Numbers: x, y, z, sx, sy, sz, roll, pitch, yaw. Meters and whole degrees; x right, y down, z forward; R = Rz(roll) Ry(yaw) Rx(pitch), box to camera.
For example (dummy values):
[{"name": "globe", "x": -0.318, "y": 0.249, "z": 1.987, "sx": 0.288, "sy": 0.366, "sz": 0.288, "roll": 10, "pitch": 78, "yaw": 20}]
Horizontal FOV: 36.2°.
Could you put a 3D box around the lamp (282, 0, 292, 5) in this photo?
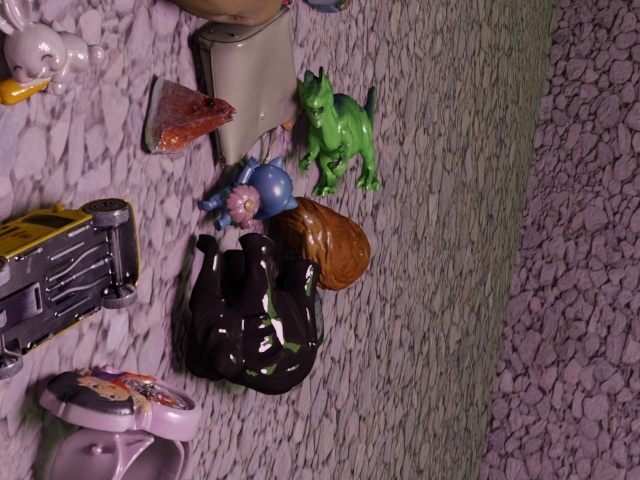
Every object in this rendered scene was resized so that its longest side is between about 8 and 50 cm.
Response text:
[{"name": "lamp", "x": -0.093, "y": -0.493, "z": 1.776, "sx": 0.253, "sy": 0.118, "sz": 0.118, "roll": -16, "pitch": 108, "yaw": -63}]

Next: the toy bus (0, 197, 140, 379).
[{"name": "toy bus", "x": -0.371, "y": 0.049, "z": 1.244, "sx": 0.330, "sy": 0.152, "sz": 0.144, "roll": -35, "pitch": 129, "yaw": -55}]

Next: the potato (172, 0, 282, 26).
[{"name": "potato", "x": -0.163, "y": -0.484, "z": 1.514, "sx": 0.243, "sy": 0.221, "sz": 0.326, "roll": -59, "pitch": 154, "yaw": -25}]

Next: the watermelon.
[{"name": "watermelon", "x": -0.205, "y": -0.213, "z": 1.578, "sx": 0.098, "sy": 0.158, "sz": 0.121, "roll": 23, "pitch": 46, "yaw": -62}]

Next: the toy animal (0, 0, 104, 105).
[{"name": "toy animal", "x": -0.385, "y": -0.254, "z": 1.271, "sx": 0.127, "sy": 0.131, "sz": 0.181, "roll": 64, "pitch": 15, "yaw": 13}]

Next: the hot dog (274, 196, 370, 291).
[{"name": "hot dog", "x": 0.000, "y": 0.000, "z": 1.939, "sx": 0.196, "sy": 0.122, "sz": 0.272, "roll": 59, "pitch": 16, "yaw": 15}]

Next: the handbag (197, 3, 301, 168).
[{"name": "handbag", "x": -0.111, "y": -0.254, "z": 1.766, "sx": 0.241, "sy": 0.109, "sz": 0.315, "roll": -43, "pitch": 135, "yaw": -41}]

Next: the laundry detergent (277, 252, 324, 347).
[{"name": "laundry detergent", "x": -0.048, "y": 0.131, "z": 1.998, "sx": 0.137, "sy": 0.063, "sz": 0.211, "roll": -33, "pitch": 122, "yaw": -51}]

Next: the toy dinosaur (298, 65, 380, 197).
[{"name": "toy dinosaur", "x": 0.037, "y": -0.299, "z": 2.063, "sx": 0.500, "sy": 0.143, "sz": 0.375, "roll": -80, "pitch": 161, "yaw": -44}]

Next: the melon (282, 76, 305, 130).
[{"name": "melon", "x": -0.086, "y": -0.296, "z": 1.903, "sx": 0.098, "sy": 0.054, "sz": 0.182, "roll": -64, "pitch": 149, "yaw": -10}]

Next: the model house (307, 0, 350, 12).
[{"name": "model house", "x": 0.040, "y": -0.543, "z": 2.045, "sx": 0.148, "sy": 0.119, "sz": 0.148, "roll": 10, "pitch": 84, "yaw": -71}]

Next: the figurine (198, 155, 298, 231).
[{"name": "figurine", "x": -0.138, "y": -0.074, "z": 1.759, "sx": 0.178, "sy": 0.144, "sz": 0.114, "roll": -28, "pitch": 89, "yaw": -35}]

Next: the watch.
[{"name": "watch", "x": -0.310, "y": 0.310, "z": 1.418, "sx": 0.244, "sy": 0.196, "sz": 0.231, "roll": 7, "pitch": 109, "yaw": -63}]

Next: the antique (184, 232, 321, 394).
[{"name": "antique", "x": -0.111, "y": 0.143, "z": 1.732, "sx": 0.322, "sy": 0.185, "sz": 0.255, "roll": 33, "pitch": 62, "yaw": -46}]
